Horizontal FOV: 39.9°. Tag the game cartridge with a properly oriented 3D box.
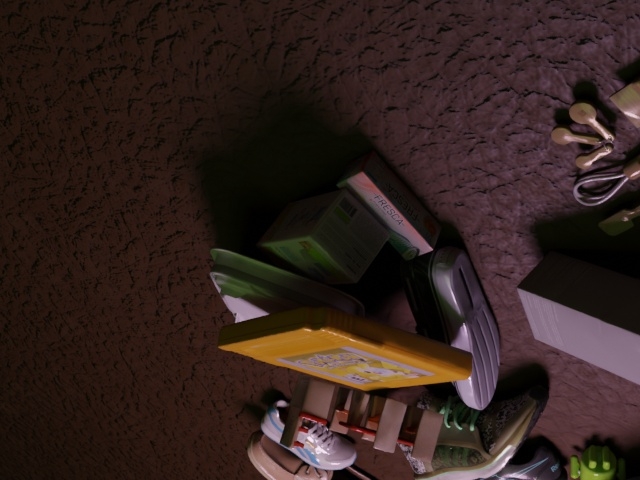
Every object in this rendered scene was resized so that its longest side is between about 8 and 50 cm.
[{"bbox_3d":[0.037,0.184,1.452,0.324,0.052,0.285,19,158,-32],"label":"game cartridge"}]

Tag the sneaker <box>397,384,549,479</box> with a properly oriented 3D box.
[{"bbox_3d":[0.266,0.361,1.702,0.182,0.158,0.410,45,134,2],"label":"sneaker"}]

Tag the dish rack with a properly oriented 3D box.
[{"bbox_3d":[-0.064,0.129,1.587,0.286,0.072,0.333,20,162,9],"label":"dish rack"}]

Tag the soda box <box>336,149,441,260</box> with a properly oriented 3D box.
[{"bbox_3d":[0.111,-0.054,1.408,0.063,0.058,0.183,-25,117,43],"label":"soda box"}]

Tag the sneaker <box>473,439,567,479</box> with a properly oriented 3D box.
[{"bbox_3d":[0.359,0.467,1.789,0.267,0.101,0.106,-19,111,24],"label":"sneaker"}]

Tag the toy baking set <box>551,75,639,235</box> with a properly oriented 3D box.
[{"bbox_3d":[0.428,-0.113,1.201,0.197,0.030,0.256,-3,130,35],"label":"toy baking set"}]

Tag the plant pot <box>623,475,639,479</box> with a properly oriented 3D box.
[{"bbox_3d":[0.628,0.575,1.553,0.293,0.293,0.196,28,170,0],"label":"plant pot"}]

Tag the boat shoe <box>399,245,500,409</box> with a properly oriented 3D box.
[{"bbox_3d":[0.224,0.146,1.529,0.119,0.121,0.335,5,125,37],"label":"boat shoe"}]

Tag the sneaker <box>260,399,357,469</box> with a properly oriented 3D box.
[{"bbox_3d":[-0.021,0.434,1.964,0.229,0.087,0.092,26,137,0],"label":"sneaker"}]

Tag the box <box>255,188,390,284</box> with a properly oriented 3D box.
[{"bbox_3d":[0.000,0.000,1.444,0.114,0.103,0.203,45,157,-19],"label":"box"}]

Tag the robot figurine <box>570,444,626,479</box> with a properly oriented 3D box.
[{"bbox_3d":[0.529,0.438,1.681,0.101,0.067,0.115,-1,133,14],"label":"robot figurine"}]

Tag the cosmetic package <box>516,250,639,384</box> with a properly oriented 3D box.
[{"bbox_3d":[0.423,0.117,1.313,0.238,0.107,0.127,22,146,46],"label":"cosmetic package"}]

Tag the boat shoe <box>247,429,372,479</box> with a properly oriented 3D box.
[{"bbox_3d":[-0.010,0.522,2.034,0.341,0.121,0.110,32,136,-20],"label":"boat shoe"}]

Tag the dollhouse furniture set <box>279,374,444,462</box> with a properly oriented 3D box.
[{"bbox_3d":[0.066,0.354,1.673,0.259,0.135,0.262,19,170,-16],"label":"dollhouse furniture set"}]
